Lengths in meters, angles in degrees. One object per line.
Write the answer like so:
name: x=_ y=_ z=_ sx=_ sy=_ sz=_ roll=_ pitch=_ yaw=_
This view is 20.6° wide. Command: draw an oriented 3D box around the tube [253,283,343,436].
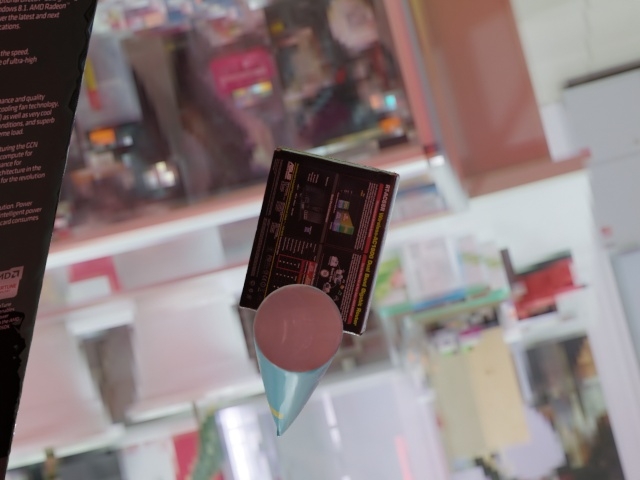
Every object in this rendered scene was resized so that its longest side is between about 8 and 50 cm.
tube: x=-0.017 y=0.073 z=1.119 sx=0.052 sy=0.080 sz=0.207 roll=13 pitch=166 yaw=0

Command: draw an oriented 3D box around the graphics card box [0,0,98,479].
graphics card box: x=-0.237 y=-0.018 z=0.811 sx=0.233 sy=0.370 sz=0.094 roll=-10 pitch=-145 yaw=-39

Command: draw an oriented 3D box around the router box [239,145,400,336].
router box: x=0.000 y=0.000 z=1.276 sx=0.092 sy=0.122 sz=0.038 roll=14 pitch=-177 yaw=6
